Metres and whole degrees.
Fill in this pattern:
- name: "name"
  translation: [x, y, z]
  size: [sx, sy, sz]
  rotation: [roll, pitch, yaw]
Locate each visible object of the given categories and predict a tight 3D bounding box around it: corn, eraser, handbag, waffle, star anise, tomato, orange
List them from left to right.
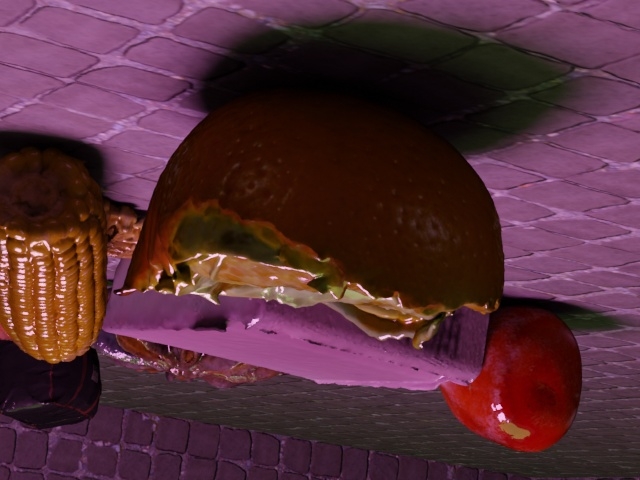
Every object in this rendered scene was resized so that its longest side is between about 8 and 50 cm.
- name: "corn"
  translation: [-0.268, 0.022, 1.646]
  size: [0.131, 0.131, 0.344]
  rotation: [7, 156, -3]
- name: "handbag"
  translation: [-0.402, 0.178, 2.477]
  size: [0.155, 0.169, 0.215]
  rotation: [-11, 165, 6]
- name: "waffle"
  translation: [-0.256, -0.013, 1.798]
  size: [0.191, 0.038, 0.191]
  rotation: [6, 168, 1]
- name: "star anise"
  translation: [-0.172, 0.120, 2.204]
  size: [0.331, 0.117, 0.332]
  rotation: [11, 161, 4]
- name: "eraser"
  translation: [-0.026, 0.080, 1.924]
  size: [0.359, 0.122, 0.272]
  rotation: [19, 165, -42]
- name: "orange"
  translation: [0.004, -0.009, 1.293]
  size: [0.262, 0.196, 0.334]
  rotation: [23, 162, -5]
- name: "tomato"
  translation: [0.220, 0.166, 2.020]
  size: [0.187, 0.187, 0.151]
  rotation: [-3, -173, 38]

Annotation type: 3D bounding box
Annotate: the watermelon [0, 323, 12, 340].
- name: "watermelon"
  translation: [-0.418, 0.059, 2.037]
  size: [0.245, 0.119, 0.063]
  rotation: [12, 156, -25]
